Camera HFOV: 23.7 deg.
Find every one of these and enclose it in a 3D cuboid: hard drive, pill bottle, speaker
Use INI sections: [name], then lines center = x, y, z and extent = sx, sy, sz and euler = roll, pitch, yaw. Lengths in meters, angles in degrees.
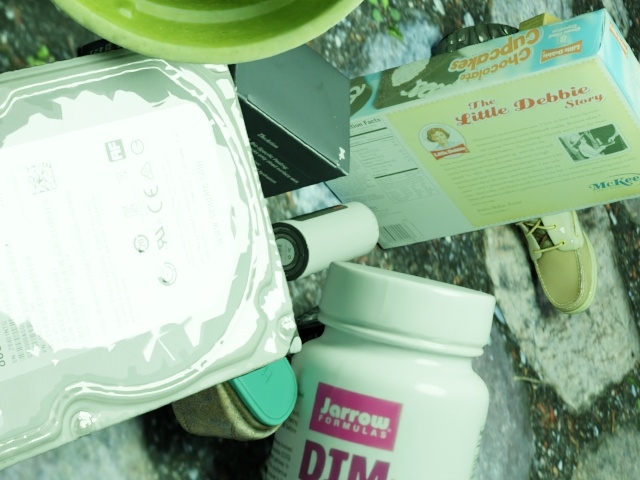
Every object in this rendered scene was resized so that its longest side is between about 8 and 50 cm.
[hard drive]
center = -0.180, 0.010, 0.964
extent = 0.339, 0.064, 0.237
euler = -18, 96, -37
[pill bottle]
center = 0.042, 0.167, 1.199
extent = 0.160, 0.160, 0.283
euler = 10, 93, -57
[speaker]
center = 0.000, 0.000, 1.386
extent = 0.136, 0.055, 0.055
euler = -18, 93, -59

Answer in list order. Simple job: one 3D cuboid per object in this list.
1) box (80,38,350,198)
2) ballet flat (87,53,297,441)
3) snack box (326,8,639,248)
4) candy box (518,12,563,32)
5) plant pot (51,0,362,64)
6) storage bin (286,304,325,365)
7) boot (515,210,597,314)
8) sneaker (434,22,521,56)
[box]
center = -0.082, -0.101, 1.193
extent = 0.156, 0.158, 0.093
euler = 34, 51, -49
[ballet flat]
center = -0.129, 0.018, 1.119
extent = 0.107, 0.106, 0.316
euler = -42, 114, -48
[snack box]
center = 0.151, -0.093, 1.408
extent = 0.187, 0.322, 0.060
euler = 48, 43, -39
[candy box]
center = 0.271, -0.150, 1.722
extent = 0.109, 0.053, 0.187
euler = 16, 74, -29
[plant pot]
center = -0.082, -0.277, 1.044
extent = 0.254, 0.276, 0.276
euler = -110, 176, -72
[storage bin]
center = 0.050, 0.139, 1.347
extent = 0.084, 0.122, 0.180
euler = -29, 103, -58
[boot]
center = 0.248, -0.023, 1.780
extent = 0.165, 0.077, 0.213
euler = 17, 59, -56
[sneaker]
center = 0.234, -0.179, 1.811
extent = 0.283, 0.124, 0.107
euler = 8, 79, -31
